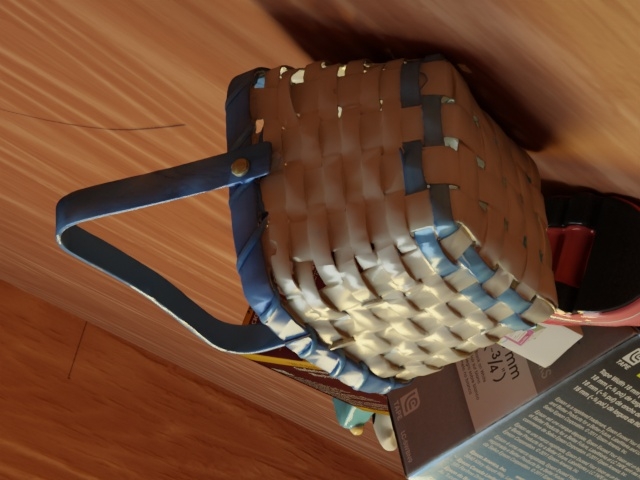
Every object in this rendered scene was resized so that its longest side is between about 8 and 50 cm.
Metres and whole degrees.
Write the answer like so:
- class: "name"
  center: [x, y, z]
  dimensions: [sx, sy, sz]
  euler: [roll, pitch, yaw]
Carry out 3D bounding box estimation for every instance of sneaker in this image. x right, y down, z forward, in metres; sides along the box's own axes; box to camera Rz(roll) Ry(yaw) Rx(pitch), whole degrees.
- class: "sneaker"
  center: [0.131, 0.019, 1.235]
  dimensions: [0.314, 0.116, 0.136]
  euler: [14, 168, 32]

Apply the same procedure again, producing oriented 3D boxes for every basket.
- class: "basket"
  center: [0.000, 0.000, 1.082]
  dimensions: [0.289, 0.201, 0.255]
  euler: [-18, 151, 20]

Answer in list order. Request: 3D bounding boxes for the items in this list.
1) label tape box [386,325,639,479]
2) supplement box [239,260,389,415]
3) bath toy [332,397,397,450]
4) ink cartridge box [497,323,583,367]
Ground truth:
- class: "label tape box"
  center: [0.268, 0.142, 1.477]
  dimensions: [0.333, 0.106, 0.240]
  euler: [-36, 135, 26]
- class: "supplement box"
  center: [0.041, 0.106, 1.765]
  dimensions: [0.194, 0.129, 0.191]
  euler: [26, 168, -27]
- class: "bath toy"
  center: [0.178, 0.210, 2.027]
  dimensions: [0.348, 0.151, 0.129]
  euler: [25, -153, -29]
- class: "ink cartridge box"
  center: [0.158, 0.044, 1.354]
  dimensions: [0.122, 0.088, 0.052]
  euler: [28, 122, -30]
